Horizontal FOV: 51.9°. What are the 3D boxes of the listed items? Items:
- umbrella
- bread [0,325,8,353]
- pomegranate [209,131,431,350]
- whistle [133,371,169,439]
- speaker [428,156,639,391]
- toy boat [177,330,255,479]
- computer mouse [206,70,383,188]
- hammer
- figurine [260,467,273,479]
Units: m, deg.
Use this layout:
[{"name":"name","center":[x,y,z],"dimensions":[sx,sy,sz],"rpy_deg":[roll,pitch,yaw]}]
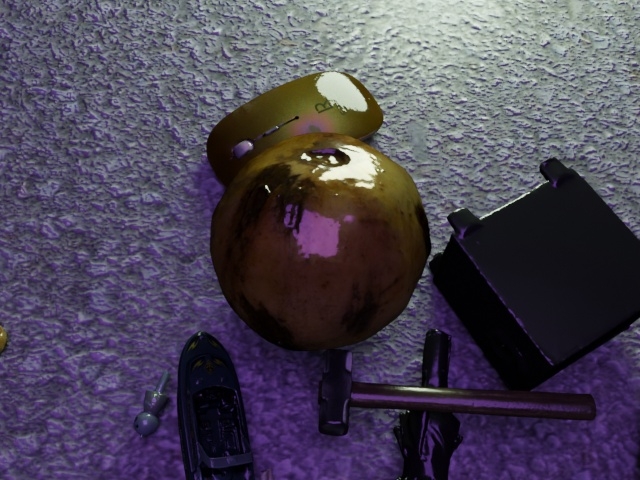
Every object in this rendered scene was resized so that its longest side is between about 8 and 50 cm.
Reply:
[{"name":"umbrella","center":[0.146,0.287,0.905],"dimensions":[0.118,0.118,0.339],"rpy_deg":[10,67,3]},{"name":"bread","center":[-0.572,0.173,0.963],"dimensions":[0.140,0.169,0.160],"rpy_deg":[45,114,16]},{"name":"pomegranate","center":[0.000,0.000,0.920],"dimensions":[0.323,0.322,0.321],"rpy_deg":[1,67,-1]},{"name":"whistle","center":[-0.242,0.239,0.953],"dimensions":[0.035,0.035,0.100],"rpy_deg":[16,66,5]},{"name":"speaker","center":[0.318,0.055,0.967],"dimensions":[0.232,0.184,0.254],"rpy_deg":[-28,67,-14]},{"name":"toy boat","center":[-0.152,0.241,0.922],"dimensions":[0.093,0.103,0.245],"rpy_deg":[2,59,-27]},{"name":"computer mouse","center":[-0.042,-0.187,1.118],"dimensions":[0.311,0.072,0.158],"rpy_deg":[-28,69,-11]},{"name":"hammer","center":[0.180,0.212,0.881],"dimensions":[0.366,0.043,0.111],"rpy_deg":[3,52,1]},{"name":"figurine","center":[-0.069,0.367,0.893],"dimensions":[0.047,0.064,0.109],"rpy_deg":[-11,81,19]}]
